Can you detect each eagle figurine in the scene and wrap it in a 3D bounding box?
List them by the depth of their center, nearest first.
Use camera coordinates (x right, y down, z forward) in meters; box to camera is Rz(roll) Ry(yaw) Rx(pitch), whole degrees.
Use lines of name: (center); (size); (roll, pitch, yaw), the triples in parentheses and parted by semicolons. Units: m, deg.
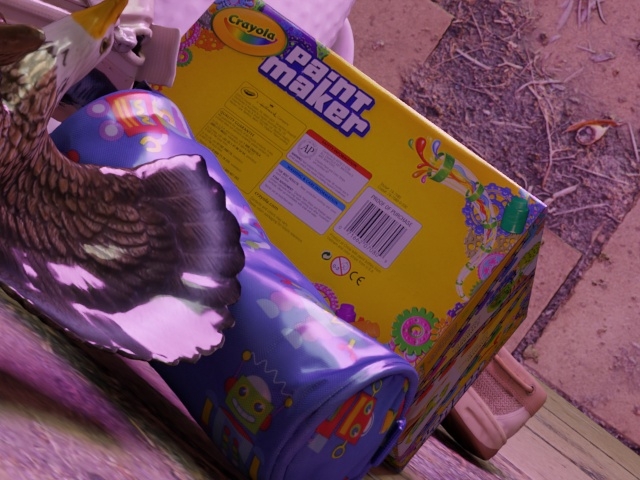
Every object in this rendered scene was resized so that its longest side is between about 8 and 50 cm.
eagle figurine: (-0.170, -0.042, 0.941); (0.298, 0.225, 0.226); (78, -5, -64)

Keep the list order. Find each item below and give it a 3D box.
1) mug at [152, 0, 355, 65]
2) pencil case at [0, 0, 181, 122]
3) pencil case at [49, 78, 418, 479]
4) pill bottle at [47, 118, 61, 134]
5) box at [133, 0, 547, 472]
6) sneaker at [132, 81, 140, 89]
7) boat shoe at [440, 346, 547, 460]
mug: (-0.097, -0.217, 1.951); (0.276, 0.328, 0.374); (20, -7, 41)
pencil case: (-0.284, -0.182, 1.154); (0.183, 0.160, 0.410); (7, -3, 42)
pencil case: (-0.065, 0.032, 1.128); (0.133, 0.119, 0.306); (3, 36, -51)
pill bottle: (-0.217, -0.069, 1.408); (0.094, 0.094, 0.169); (38, 5, 25)
box: (0.000, 0.000, 1.389); (0.290, 0.177, 0.279); (37, -13, 14)
sneaker: (-0.273, -0.192, 1.613); (0.447, 0.169, 0.257); (38, -5, -9)
boat shoe: (0.105, 0.063, 1.803); (0.341, 0.110, 0.121); (55, -11, -23)
